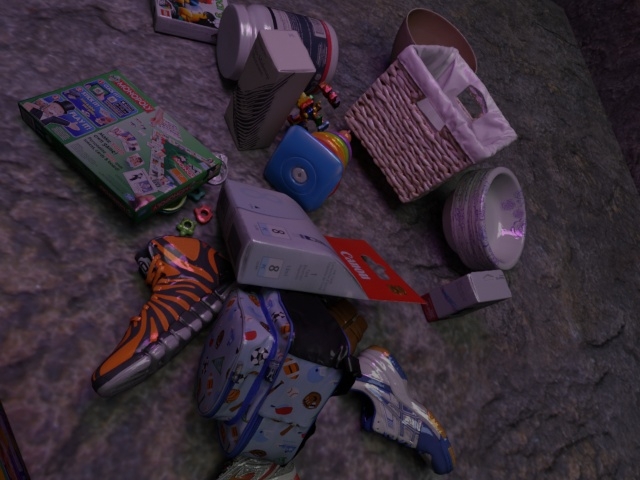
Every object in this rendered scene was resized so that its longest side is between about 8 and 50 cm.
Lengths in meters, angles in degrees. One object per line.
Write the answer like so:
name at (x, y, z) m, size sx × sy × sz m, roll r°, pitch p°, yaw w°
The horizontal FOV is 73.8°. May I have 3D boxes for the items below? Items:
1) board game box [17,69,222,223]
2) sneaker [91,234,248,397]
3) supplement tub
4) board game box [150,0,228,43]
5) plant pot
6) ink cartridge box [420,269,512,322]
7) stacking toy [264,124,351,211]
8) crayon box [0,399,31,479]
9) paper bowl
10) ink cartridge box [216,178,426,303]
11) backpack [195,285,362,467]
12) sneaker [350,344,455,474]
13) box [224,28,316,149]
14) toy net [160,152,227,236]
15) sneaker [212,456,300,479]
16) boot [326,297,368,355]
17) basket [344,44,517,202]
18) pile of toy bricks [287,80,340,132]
board game box at (-0.385, -0.197, 0.843) m, size 0.317 × 0.046 × 0.213 m, roll 41°, pitch 51°, yaw 8°
sneaker at (-0.289, 0.110, 0.744) m, size 0.180 × 0.124 × 0.321 m, roll 45°, pitch 41°, yaw 2°
supplement tub at (-0.109, -0.486, 1.097) m, size 0.272 × 0.191 × 0.191 m, roll -4°, pitch 68°, yaw -32°
board game box at (-0.352, -0.665, 1.133) m, size 0.193 × 0.053 × 0.305 m, roll -2°, pitch 67°, yaw -31°
plant pot at (0.342, -0.581, 1.409) m, size 0.284 × 0.191 × 0.283 m, roll 13°, pitch 59°, yaw -24°
ink cartridge box at (0.355, 0.139, 1.055) m, size 0.128 × 0.175 × 0.072 m, roll -2°, pitch 67°, yaw -31°
stacking toy at (0.013, -0.216, 1.076) m, size 0.166 × 0.175 × 0.302 m, roll 41°, pitch 39°, yaw 0°
crayon box at (-0.404, 0.216, 0.453) m, size 0.106 × 0.363 × 0.313 m, roll -23°, pitch 79°, yaw -37°
paper bowl at (0.451, -0.058, 1.195) m, size 0.284 × 0.148 × 0.284 m, roll 1°, pitch 88°, yaw -42°
ink cartridge box at (0.000, 0.000, 0.866) m, size 0.385 × 0.091 × 0.308 m, roll 10°, pitch 21°, yaw -25°
backpack at (-0.087, 0.216, 0.698) m, size 0.213 × 0.276 × 0.263 m, roll 15°, pitch 102°, yaw -15°
sneaker at (0.150, 0.369, 0.881) m, size 0.131 × 0.112 × 0.296 m, roll -34°, pitch 84°, yaw -20°
box at (-0.122, -0.324, 0.951) m, size 0.094 × 0.275 × 0.113 m, roll -16°, pitch 74°, yaw -33°
toy net at (-0.255, -0.118, 0.913) m, size 0.122 × 0.045 × 0.232 m, roll 39°, pitch 52°, yaw -6°
sneaker at (-0.144, 0.397, 0.699) m, size 0.225 × 0.088 × 0.092 m, roll 1°, pitch 58°, yaw -38°
boot at (0.007, 0.166, 0.907) m, size 0.152 × 0.073 × 0.197 m, roll -42°, pitch 102°, yaw -37°
basket at (0.300, -0.312, 1.157) m, size 0.331 × 0.266 × 0.328 m, roll -29°, pitch 84°, yaw -50°
pile of toy bricks at (-0.033, -0.329, 1.037) m, size 0.118 × 0.212 × 0.105 m, roll -37°, pitch 87°, yaw -6°
